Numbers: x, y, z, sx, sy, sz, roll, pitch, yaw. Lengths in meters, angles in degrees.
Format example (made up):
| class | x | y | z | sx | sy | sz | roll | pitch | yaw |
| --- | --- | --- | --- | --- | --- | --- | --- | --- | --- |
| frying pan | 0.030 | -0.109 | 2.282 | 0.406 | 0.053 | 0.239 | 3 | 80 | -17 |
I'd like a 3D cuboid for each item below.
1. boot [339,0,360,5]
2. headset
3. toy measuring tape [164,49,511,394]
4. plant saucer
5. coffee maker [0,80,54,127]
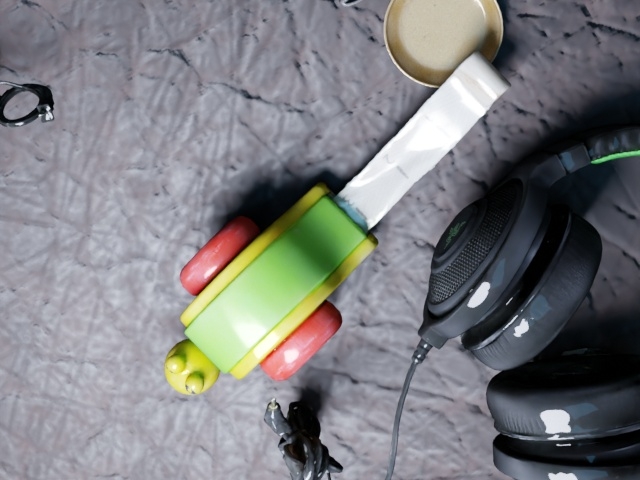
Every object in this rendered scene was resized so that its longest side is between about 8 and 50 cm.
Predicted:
| class | x | y | z | sx | sy | sz | roll | pitch | yaw |
| --- | --- | --- | --- | --- | --- | --- | --- | --- | --- |
| boot | 0.078 | -0.298 | 1.002 | 0.229 | 0.091 | 0.263 | -11 | 108 | 7 |
| headset | 0.150 | 0.073 | 1.111 | 0.394 | 0.185 | 0.243 | -28 | 99 | -4 |
| toy measuring tape | 0.000 | 0.000 | 1.077 | 0.121 | 0.121 | 0.330 | 43 | 109 | -9 |
| plant saucer | 0.086 | -0.149 | 1.086 | 0.083 | 0.015 | 0.083 | 1 | 107 | 4 |
| coffee maker | -0.289 | -0.155 | 1.042 | 0.171 | 0.120 | 0.178 | -17 | 127 | -7 |
